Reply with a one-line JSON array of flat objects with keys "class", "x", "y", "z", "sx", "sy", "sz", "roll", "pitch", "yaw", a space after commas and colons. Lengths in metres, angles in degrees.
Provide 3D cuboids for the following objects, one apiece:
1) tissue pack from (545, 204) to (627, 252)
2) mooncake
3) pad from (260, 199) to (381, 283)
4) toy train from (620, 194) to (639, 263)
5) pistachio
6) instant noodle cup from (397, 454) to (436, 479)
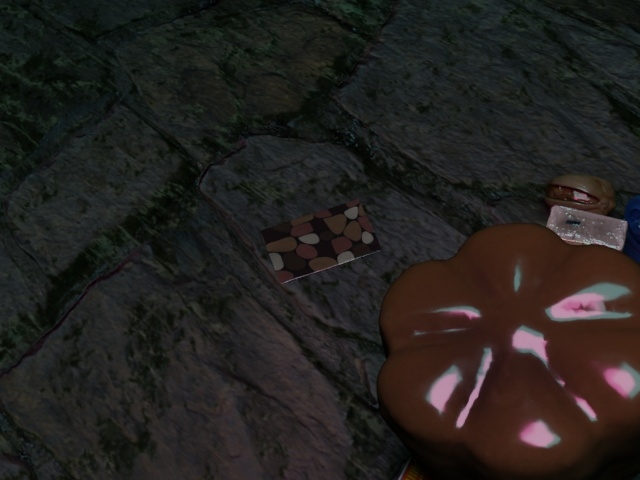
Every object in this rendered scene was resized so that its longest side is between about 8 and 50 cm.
[{"class": "tissue pack", "x": 0.508, "y": 0.035, "z": 1.716, "sx": 0.148, "sy": 0.196, "sz": 0.092, "roll": 14, "pitch": 57, "yaw": 21}, {"class": "mooncake", "x": 0.318, "y": 0.190, "z": 1.379, "sx": 0.467, "sy": 0.262, "sz": 0.467, "roll": -11, "pitch": 51, "yaw": 14}, {"class": "pad", "x": 0.000, "y": 0.000, "z": 1.925, "sx": 0.235, "sy": 0.003, "sz": 0.158, "roll": -18, "pitch": 53, "yaw": -7}, {"class": "toy train", "x": 0.703, "y": 0.036, "z": 1.653, "sx": 0.188, "sy": 0.265, "sz": 0.300, "roll": -27, "pitch": 50, "yaw": -16}, {"class": "pistachio", "x": 0.550, "y": -0.092, "z": 1.873, "sx": 0.149, "sy": 0.113, "sz": 0.113, "roll": 23, "pitch": 59, "yaw": 30}, {"class": "instant noodle cup", "x": 0.200, "y": 0.484, "z": 1.437, "sx": 0.212, "sy": 0.193, "sz": 0.193, "roll": 25, "pitch": 59, "yaw": 12}]
